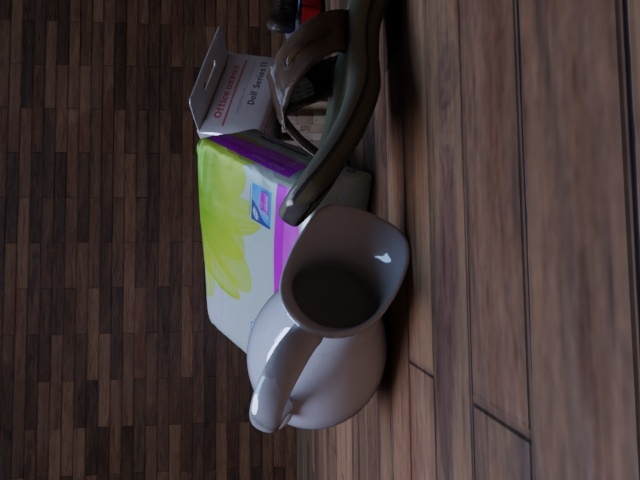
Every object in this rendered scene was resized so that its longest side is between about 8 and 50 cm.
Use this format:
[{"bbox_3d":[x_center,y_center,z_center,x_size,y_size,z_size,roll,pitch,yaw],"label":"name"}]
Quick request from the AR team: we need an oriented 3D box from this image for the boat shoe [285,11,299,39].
[{"bbox_3d":[-0.067,-0.674,1.390,0.088,0.096,0.267,-102,3,-45],"label":"boat shoe"}]

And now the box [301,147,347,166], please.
[{"bbox_3d":[-0.008,-0.076,0.734,0.102,0.087,0.101,168,100,-86],"label":"box"}]

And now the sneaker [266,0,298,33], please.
[{"bbox_3d":[-0.086,-0.533,1.163,0.188,0.066,0.071,-89,5,-51],"label":"sneaker"}]

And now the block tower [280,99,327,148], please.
[{"bbox_3d":[-0.040,-0.136,1.065,0.090,0.097,0.335,-96,6,-53],"label":"block tower"}]

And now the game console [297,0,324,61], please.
[{"bbox_3d":[-0.038,-0.478,1.217,0.386,0.060,0.341,102,167,-65],"label":"game console"}]

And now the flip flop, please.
[{"bbox_3d":[0.002,-0.141,0.401,0.112,0.080,0.276,137,146,-74],"label":"flip flop"}]

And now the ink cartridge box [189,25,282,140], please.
[{"bbox_3d":[-0.143,-0.231,1.043,0.353,0.119,0.207,83,-162,-64],"label":"ink cartridge box"}]

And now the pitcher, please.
[{"bbox_3d":[-0.011,0.097,0.422,0.177,0.126,0.207,-53,-14,-37],"label":"pitcher"}]

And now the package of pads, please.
[{"bbox_3d":[-0.057,0.027,0.636,0.229,0.101,0.296,29,127,40],"label":"package of pads"}]
